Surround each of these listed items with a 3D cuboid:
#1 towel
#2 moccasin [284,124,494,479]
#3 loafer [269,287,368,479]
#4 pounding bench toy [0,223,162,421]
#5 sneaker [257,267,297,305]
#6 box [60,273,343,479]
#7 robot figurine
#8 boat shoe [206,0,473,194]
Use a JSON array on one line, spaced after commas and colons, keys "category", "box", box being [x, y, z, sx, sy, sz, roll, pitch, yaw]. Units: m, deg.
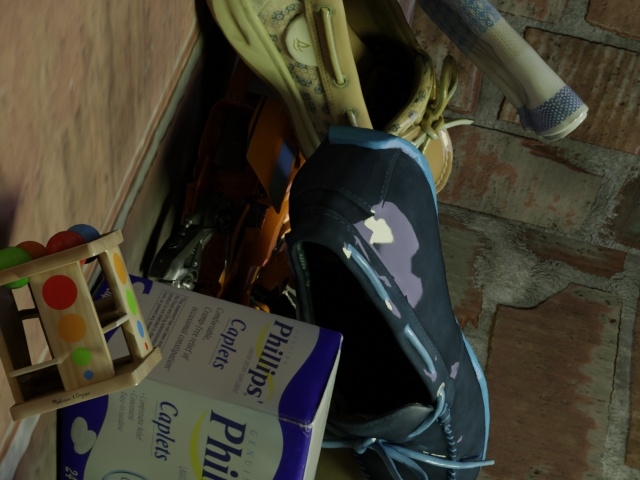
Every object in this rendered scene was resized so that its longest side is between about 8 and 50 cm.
[{"category": "towel", "box": [0.065, -0.173, 0.861, 0.034, 0.285, 0.209, -43, 180, 8]}, {"category": "moccasin", "box": [0.026, 0.083, 0.890, 0.117, 0.138, 0.342, -58, 141, -40]}, {"category": "loafer", "box": [-0.016, 0.141, 1.030, 0.094, 0.251, 0.087, -21, 161, -34]}, {"category": "pounding bench toy", "box": [-0.117, 0.034, 0.528, 0.052, 0.083, 0.065, -57, 129, -82]}, {"category": "sneaker", "box": [0.000, 0.000, 1.118, 0.094, 0.153, 0.235, -68, 171, -69]}, {"category": "box", "box": [-0.068, 0.100, 0.726, 0.072, 0.137, 0.126, -69, 172, -49]}, {"category": "robot figurine", "box": [-0.051, 0.001, 0.924, 0.211, 0.085, 0.291, 79, 25, -66]}, {"category": "boat shoe", "box": [0.029, -0.105, 0.852, 0.285, 0.089, 0.104, 44, 55, -50]}]
